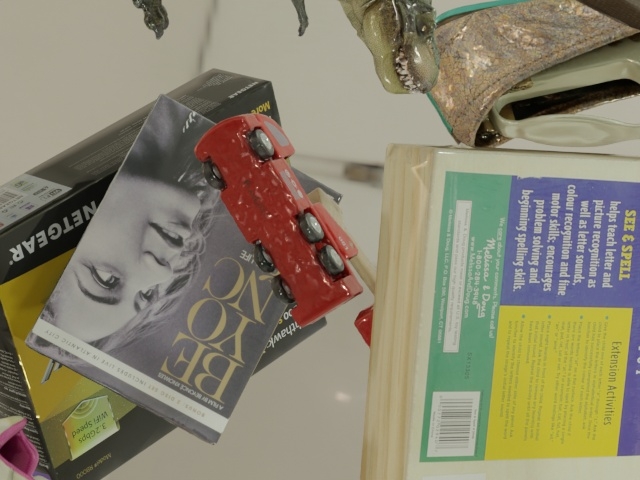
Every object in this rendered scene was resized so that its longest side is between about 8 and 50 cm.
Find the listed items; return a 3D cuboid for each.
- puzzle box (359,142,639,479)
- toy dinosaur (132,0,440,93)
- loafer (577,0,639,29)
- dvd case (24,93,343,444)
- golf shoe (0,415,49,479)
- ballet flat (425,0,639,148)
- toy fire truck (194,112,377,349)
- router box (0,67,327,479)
[{"bbox_3d":[0.147,0.152,1.093,0.272,0.052,0.409,2,96,-29],"label":"puzzle box"},{"bbox_3d":[-0.051,-0.154,0.857,0.118,0.064,0.268,-32,124,11],"label":"toy dinosaur"},{"bbox_3d":[0.086,-0.244,0.723,0.130,0.134,0.366,2,61,-38],"label":"loafer"},{"bbox_3d":[-0.102,0.021,1.495,0.164,0.018,0.221,29,76,-8],"label":"dvd case"},{"bbox_3d":[-0.217,0.235,1.362,0.140,0.306,0.115,-23,140,-15],"label":"golf shoe"},{"bbox_3d":[0.223,-0.118,1.259,0.316,0.106,0.107,-15,149,6],"label":"ballet flat"},{"bbox_3d":[0.000,0.000,1.294,0.047,0.135,0.192,-32,87,19],"label":"toy fire truck"},{"bbox_3d":[-0.148,0.031,1.614,0.309,0.081,0.243,-34,124,-33],"label":"router box"}]
